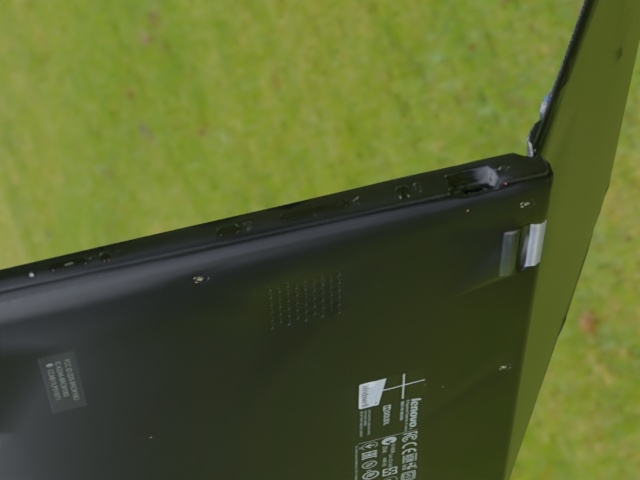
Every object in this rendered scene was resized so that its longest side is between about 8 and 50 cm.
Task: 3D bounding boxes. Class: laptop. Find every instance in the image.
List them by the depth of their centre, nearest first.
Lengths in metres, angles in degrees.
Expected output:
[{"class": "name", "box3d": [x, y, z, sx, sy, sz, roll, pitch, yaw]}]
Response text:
[{"class": "laptop", "box3d": [0.000, 0.000, 0.907, 0.382, 0.407, 0.236, 89, 166, -57]}]
